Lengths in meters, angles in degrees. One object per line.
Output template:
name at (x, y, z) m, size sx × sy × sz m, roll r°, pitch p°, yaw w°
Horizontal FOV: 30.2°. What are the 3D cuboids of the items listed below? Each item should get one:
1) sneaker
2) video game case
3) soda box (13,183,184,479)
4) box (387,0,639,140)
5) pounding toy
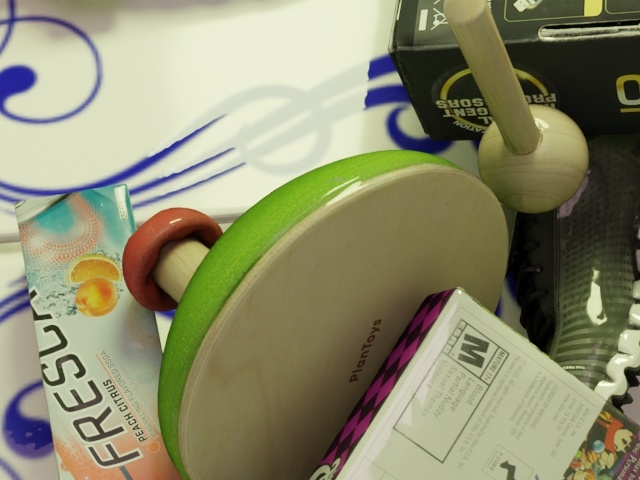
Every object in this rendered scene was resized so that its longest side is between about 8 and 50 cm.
sneaker at (0.128, 0.011, 0.621) m, size 0.106 × 0.078 × 0.234 m, roll 21°, pitch 60°, yaw 9°
video game case at (0.072, 0.173, 0.492) m, size 0.210 × 0.042 × 0.232 m, roll 36°, pitch 75°, yaw -9°
soda box at (-0.103, 0.068, 0.571) m, size 0.058 × 0.063 × 0.183 m, roll -11°, pitch 65°, yaw -12°
box at (0.220, -0.245, 0.642) m, size 0.318 × 0.097 × 0.395 m, roll -2°, pitch 61°, yaw 20°
pounding toy at (0.000, 0.000, 0.545) m, size 0.110 × 0.183 × 0.237 m, roll 40°, pitch 93°, yaw 36°
